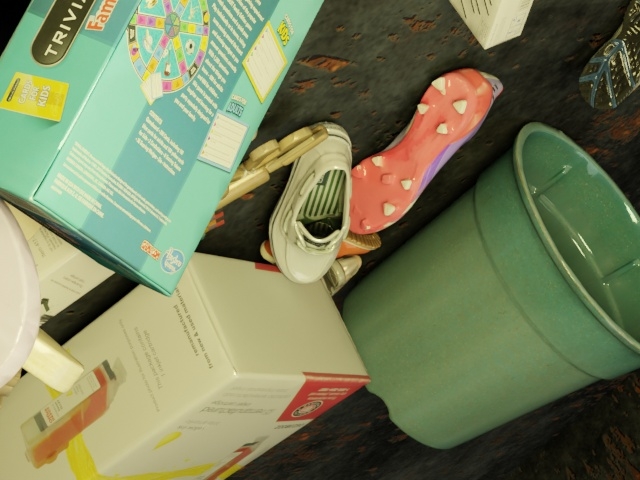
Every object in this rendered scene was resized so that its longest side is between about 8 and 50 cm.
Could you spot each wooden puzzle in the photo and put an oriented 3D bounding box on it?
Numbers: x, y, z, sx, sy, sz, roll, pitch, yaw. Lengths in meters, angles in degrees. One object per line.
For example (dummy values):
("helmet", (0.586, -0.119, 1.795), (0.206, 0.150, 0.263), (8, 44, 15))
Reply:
("wooden puzzle", (-0.127, -0.021, 1.671), (0.049, 0.006, 0.083), (-28, 157, -12))

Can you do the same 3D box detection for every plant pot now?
("plant pot", (0.228, 0.080, 1.972), (0.334, 0.341, 0.341), (-34, 159, 27))

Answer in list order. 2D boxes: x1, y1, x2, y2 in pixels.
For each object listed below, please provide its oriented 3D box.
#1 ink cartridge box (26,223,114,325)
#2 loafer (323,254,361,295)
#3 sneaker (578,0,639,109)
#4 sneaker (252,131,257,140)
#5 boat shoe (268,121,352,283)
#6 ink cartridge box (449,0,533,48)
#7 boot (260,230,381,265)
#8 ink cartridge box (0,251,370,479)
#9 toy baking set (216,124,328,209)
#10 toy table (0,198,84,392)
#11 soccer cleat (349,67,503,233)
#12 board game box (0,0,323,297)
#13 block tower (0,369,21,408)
("ink cartridge box", (-0.290, 0.009, 1.333), (0.203, 0.148, 0.086), (-34, 159, 6))
("loafer", (0.020, 0.041, 1.903), (0.039, 0.045, 0.125), (-26, 179, -16))
("sneaker", (0.386, -0.246, 1.819), (0.211, 0.080, 0.081), (-46, 176, 30))
("sneaker", (-0.089, -0.141, 1.401), (0.083, 0.071, 0.190), (-42, 157, 6))
("boat shoe", (-0.010, -0.022, 1.677), (0.083, 0.076, 0.226), (-2, 135, -8))
("ink cartridge box", (0.163, -0.277, 1.412), (0.046, 0.097, 0.207), (-24, 157, -20))
("boot", (0.000, 0.000, 1.824), (0.158, 0.059, 0.084), (7, 139, -45))
("ink cartridge box", (-0.181, 0.190, 1.781), (0.384, 0.160, 0.279), (-36, 157, 24))
("toy baking set", (-0.107, -0.056, 1.530), (0.256, 0.030, 0.197), (-30, 176, -2))
("toy table", (-0.303, 0.025, 1.196), (0.252, 0.274, 0.161), (-40, 160, 2))
("soccer cleat", (0.112, -0.096, 1.744), (0.095, 0.083, 0.248), (-13, 148, -49))
("board game box", (-0.108, -0.151, 1.136), (0.336, 0.079, 0.254), (-63, 159, -8))
("block tower", (-0.394, 0.178, 1.575), (0.091, 0.097, 0.335), (19, 134, -20))
